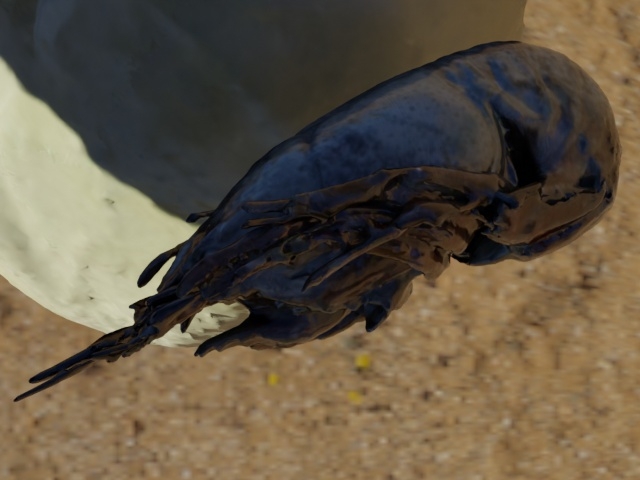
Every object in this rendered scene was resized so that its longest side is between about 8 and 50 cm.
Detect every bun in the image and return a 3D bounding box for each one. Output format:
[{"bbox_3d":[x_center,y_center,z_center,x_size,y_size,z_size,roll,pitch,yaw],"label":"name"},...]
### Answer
[{"bbox_3d":[-0.087,-0.138,0.853,0.364,0.202,0.364,0,90,44],"label":"bun"}]

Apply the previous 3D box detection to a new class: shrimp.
[{"bbox_3d":[0.000,0.000,0.670,0.233,0.090,0.079,-26,95,-17],"label":"shrimp"}]
